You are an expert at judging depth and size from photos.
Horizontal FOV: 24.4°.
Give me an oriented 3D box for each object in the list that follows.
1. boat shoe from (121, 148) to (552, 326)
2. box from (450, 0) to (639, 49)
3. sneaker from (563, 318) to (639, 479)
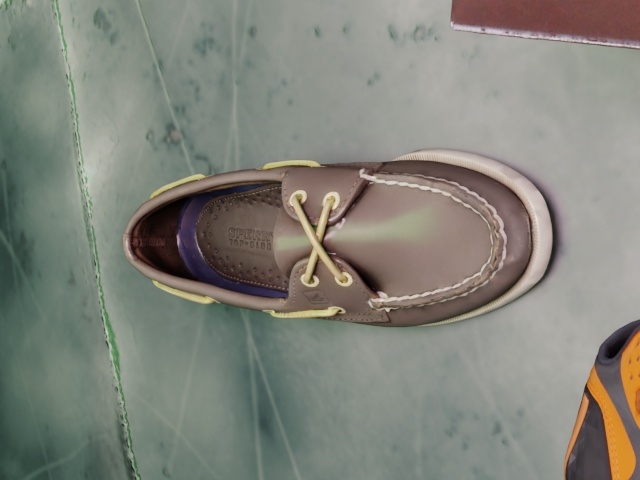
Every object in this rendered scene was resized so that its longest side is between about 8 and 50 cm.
[{"bbox_3d":[0.000,0.000,0.975,0.324,0.096,0.117,3,97,45],"label":"boat shoe"},{"bbox_3d":[0.177,-0.198,0.702,0.167,0.168,0.203,12,107,35],"label":"box"},{"bbox_3d":[0.250,0.121,0.720,0.321,0.124,0.180,19,109,42],"label":"sneaker"}]
